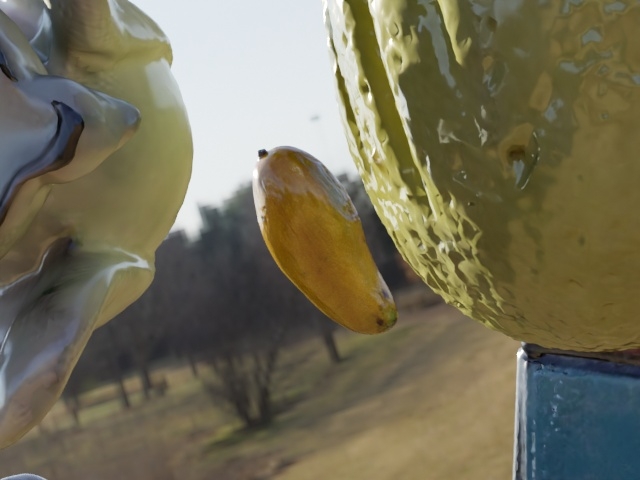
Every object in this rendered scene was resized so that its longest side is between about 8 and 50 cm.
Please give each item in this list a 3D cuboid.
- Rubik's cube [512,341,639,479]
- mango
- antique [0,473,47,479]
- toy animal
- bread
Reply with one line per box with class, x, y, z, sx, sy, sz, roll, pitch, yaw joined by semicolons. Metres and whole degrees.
Rubik's cube;0.367;0.089;1.393;0.318;0.313;0.316;5;7;38
mango;0.000;0.000;1.461;0.075;0.190;0.098;-40;14;-28
antique;-0.296;0.372;1.678;0.223;0.278;0.129;18;17;39
toy animal;-0.151;-0.054;0.783;0.174;0.249;0.289;6;25;10
bread;0.121;-0.108;0.788;0.237;0.320;0.320;-13;-2;0
